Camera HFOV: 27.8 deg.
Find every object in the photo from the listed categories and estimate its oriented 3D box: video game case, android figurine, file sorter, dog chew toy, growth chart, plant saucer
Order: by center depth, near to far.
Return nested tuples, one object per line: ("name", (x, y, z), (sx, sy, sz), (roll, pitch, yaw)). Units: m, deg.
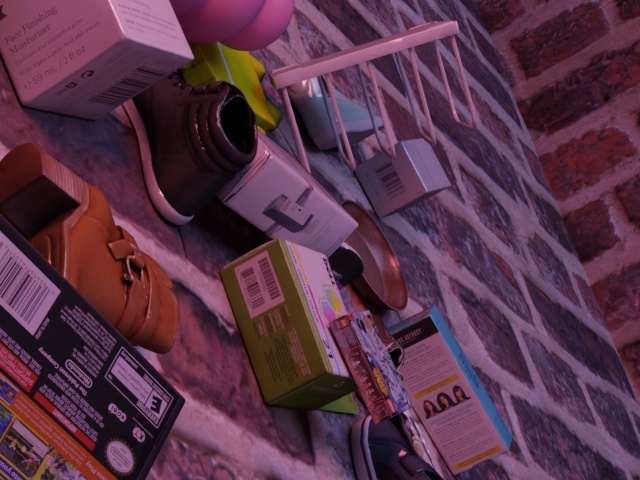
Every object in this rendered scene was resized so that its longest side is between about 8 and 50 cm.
("video game case", (-0.247, 0.140, 1.005), (0.275, 0.035, 0.248), (50, 46, -29))
("dog chew toy", (-0.159, -0.350, 1.670), (0.332, 0.207, 0.206), (25, 40, -47))
("growth chart", (0.153, 0.318, 1.823), (0.172, 0.021, 0.237), (50, 15, -82))
("android figurine", (-0.147, -0.247, 1.862), (0.273, 0.056, 0.248), (23, 44, -63))
("file sorter", (0.081, -0.212, 1.963), (0.193, 0.278, 0.173), (-114, -173, -79))
("plant saucer", (0.072, 0.030, 2.057), (0.198, 0.036, 0.198), (49, 24, -31))

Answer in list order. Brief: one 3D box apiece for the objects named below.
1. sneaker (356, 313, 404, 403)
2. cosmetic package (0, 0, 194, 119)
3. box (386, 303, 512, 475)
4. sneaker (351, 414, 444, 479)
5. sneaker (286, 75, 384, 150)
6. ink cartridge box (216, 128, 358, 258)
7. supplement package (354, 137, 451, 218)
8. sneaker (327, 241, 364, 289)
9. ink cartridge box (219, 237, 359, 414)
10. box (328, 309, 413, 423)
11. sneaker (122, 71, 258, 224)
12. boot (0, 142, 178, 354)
("sneaker", (0.093, 0.165, 1.876), (0.066, 0.071, 0.188), (51, 23, -26))
("cosmetic package", (-0.267, -0.255, 1.443), (0.183, 0.151, 0.151), (65, 21, 12))
("box", (0.190, 0.229, 1.985), (0.244, 0.101, 0.060), (60, 19, -5))
("sneaker", (0.140, 0.355, 1.665), (0.126, 0.127, 0.321), (33, 33, -51))
("sneaker", (0.027, -0.237, 2.216), (0.151, 0.094, 0.256), (61, 19, 6))
("ink cartridge box", (-0.071, -0.075, 1.699), (0.218, 0.092, 0.158), (40, 6, -49))
("supplement package", (0.149, -0.114, 2.330), (0.105, 0.105, 0.179), (62, 20, 4))
("sneaker", (0.000, 0.000, 1.879), (0.178, 0.072, 0.077), (49, 12, -45))
("ink cartridge box", (-0.001, 0.117, 1.674), (0.255, 0.097, 0.188), (20, 45, -60))
("box", (0.063, 0.155, 1.602), (0.137, 0.027, 0.094), (66, 18, 9))
("sneaker", (-0.162, -0.176, 1.599), (0.105, 0.147, 0.295), (26, 39, -55))
("boot", (-0.223, 0.062, 1.234), (0.220, 0.109, 0.283), (48, 16, -42))
